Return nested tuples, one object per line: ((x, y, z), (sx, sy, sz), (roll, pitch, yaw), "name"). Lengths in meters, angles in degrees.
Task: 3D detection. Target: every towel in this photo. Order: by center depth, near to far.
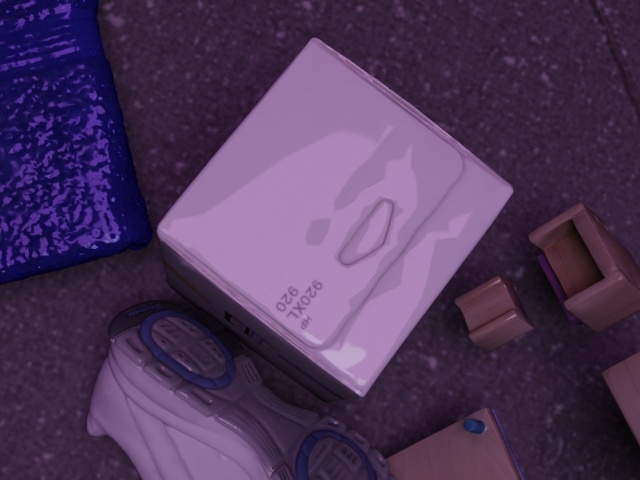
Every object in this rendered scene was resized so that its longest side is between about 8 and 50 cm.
((-0.272, -0.111, 0.842), (0.228, 0.076, 0.308), (-15, 82, -1), "towel")

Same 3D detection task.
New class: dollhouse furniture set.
((0.170, 0.186, 0.837), (0.303, 0.198, 0.286), (-33, 60, 19), "dollhouse furniture set")

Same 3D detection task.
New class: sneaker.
((-0.052, 0.175, 0.784), (0.297, 0.129, 0.111), (42, 33, 14), "sneaker")

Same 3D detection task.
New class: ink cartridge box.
((0.000, 0.000, 0.764), (0.168, 0.232, 0.171), (37, 78, 1), "ink cartridge box")
